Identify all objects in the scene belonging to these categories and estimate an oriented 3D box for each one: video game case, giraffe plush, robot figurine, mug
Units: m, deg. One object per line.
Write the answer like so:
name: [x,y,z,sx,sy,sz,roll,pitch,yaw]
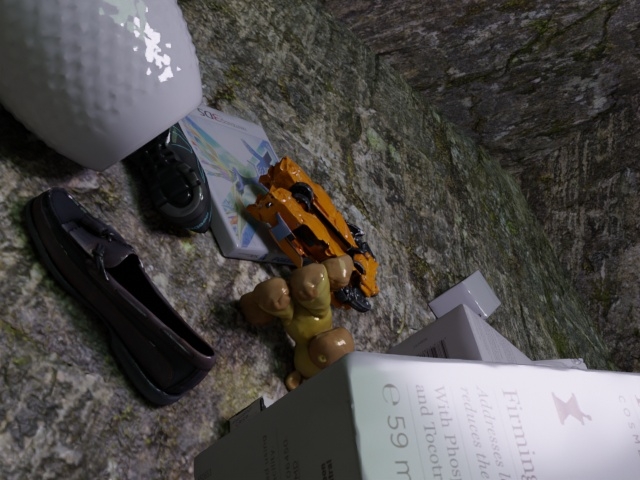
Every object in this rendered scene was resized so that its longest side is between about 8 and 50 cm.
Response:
video game case: [-0.135,-0.103,1.457,0.300,0.036,0.329,10,48,-59]
giraffe plush: [-0.015,0.137,1.239,0.210,0.181,0.170,116,-46,-77]
robot figurine: [0.000,0.000,1.418,0.291,0.085,0.211,50,28,-20]
mug: [-0.319,-0.278,1.090,0.328,0.276,0.374,56,1,-13]

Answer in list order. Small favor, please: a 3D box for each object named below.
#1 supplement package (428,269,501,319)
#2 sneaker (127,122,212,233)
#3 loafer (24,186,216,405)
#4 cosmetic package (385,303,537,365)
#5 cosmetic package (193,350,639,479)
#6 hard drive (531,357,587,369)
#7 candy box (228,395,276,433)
supplement package: [0.349,0.152,1.944,0.105,0.105,0.179,57,22,7]
sneaker: [-0.239,-0.120,1.242,0.267,0.101,0.106,64,3,25]
loafer: [-0.233,0.051,0.974,0.302,0.095,0.109,55,23,2]
cosmetic package: [0.317,0.304,1.554,0.365,0.197,0.155,39,26,-35]
cosmetic package: [0.125,0.322,0.776,0.394,0.327,0.329,8,57,-31]
hard drive: [0.510,0.406,1.757,0.339,0.237,0.064,-97,-174,-47]
candy box: [-0.031,0.329,1.003,0.159,0.071,0.233,35,30,-34]
